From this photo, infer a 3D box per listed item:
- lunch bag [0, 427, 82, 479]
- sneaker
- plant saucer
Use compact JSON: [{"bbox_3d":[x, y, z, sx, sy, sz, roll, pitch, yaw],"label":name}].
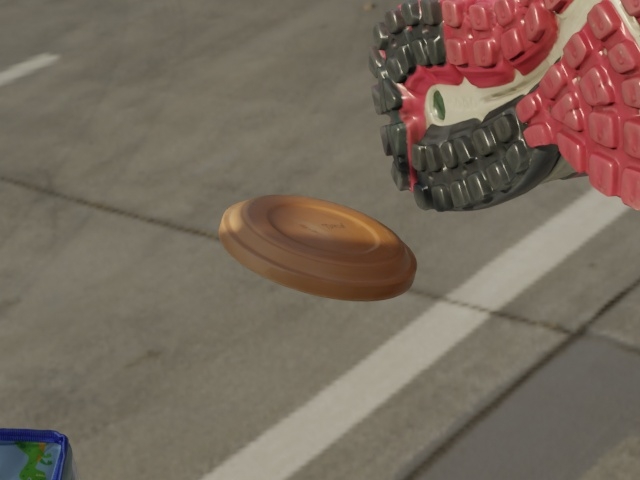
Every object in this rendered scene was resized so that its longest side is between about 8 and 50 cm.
[{"bbox_3d":[-0.172,0.172,0.579,0.096,0.129,0.151,8,67,-1],"label":"lunch bag"},{"bbox_3d":[0.127,-0.077,0.445,0.112,0.121,0.299,-16,9,-23],"label":"sneaker"},{"bbox_3d":[0.000,0.000,0.494,0.083,0.013,0.083,14,22,-6],"label":"plant saucer"}]
